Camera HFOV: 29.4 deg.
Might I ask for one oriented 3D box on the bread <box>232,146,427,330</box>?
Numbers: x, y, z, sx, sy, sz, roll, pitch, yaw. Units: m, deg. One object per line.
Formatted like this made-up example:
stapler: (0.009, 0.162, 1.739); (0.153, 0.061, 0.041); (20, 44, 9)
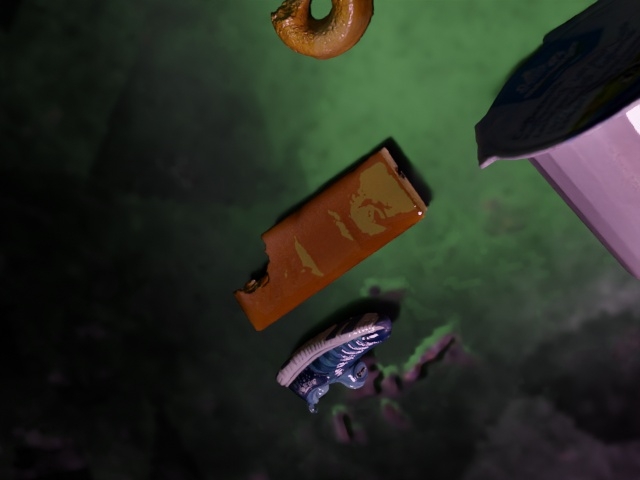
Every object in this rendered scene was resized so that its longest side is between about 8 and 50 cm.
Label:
bread: (0.000, 0.000, 1.274); (0.226, 0.049, 0.088); (-34, 96, 20)

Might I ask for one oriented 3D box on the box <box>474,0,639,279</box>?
box: (0.315, -0.095, 1.074); (0.206, 0.262, 0.291); (49, 153, -20)

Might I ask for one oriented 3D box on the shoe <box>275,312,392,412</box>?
shoe: (0.021, 0.128, 1.299); (0.143, 0.064, 0.071); (-36, 95, 22)

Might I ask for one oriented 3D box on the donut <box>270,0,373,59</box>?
donut: (0.001, -0.231, 1.213); (0.097, 0.043, 0.108); (23, 114, 6)
